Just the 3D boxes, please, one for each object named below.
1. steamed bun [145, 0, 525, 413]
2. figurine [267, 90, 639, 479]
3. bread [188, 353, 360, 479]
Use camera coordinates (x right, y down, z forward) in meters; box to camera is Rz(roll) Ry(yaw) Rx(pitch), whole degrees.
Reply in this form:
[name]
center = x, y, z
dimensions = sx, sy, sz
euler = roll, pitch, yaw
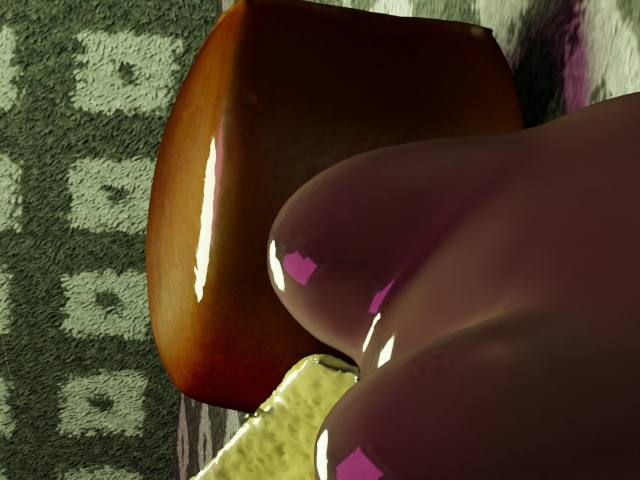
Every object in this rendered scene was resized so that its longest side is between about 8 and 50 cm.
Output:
[steamed bun]
center = 0.000, 0.000, 1.186
dimensions = 0.379, 0.235, 0.248
euler = 141, 134, -75
[figurine]
center = 0.136, 0.055, 0.601
dimensions = 0.270, 0.261, 0.211
euler = -110, -5, -59
[bread]
center = 0.028, 0.188, 1.016
dimensions = 0.240, 0.135, 0.178
euler = 42, 155, 10
